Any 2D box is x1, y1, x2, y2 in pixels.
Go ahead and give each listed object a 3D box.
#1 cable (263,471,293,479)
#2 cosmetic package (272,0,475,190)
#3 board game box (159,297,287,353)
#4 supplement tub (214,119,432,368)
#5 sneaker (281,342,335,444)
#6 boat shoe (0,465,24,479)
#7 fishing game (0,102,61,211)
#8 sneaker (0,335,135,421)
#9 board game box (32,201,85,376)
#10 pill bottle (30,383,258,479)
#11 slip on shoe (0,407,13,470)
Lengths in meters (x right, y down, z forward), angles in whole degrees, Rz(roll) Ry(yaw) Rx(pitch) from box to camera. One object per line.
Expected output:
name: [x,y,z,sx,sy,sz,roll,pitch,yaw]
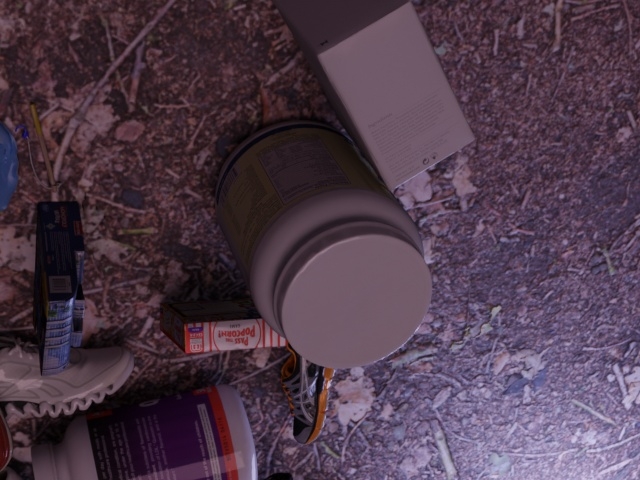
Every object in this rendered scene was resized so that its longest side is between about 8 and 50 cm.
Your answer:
cable: [-0.128,0.419,1.857,0.184,0.047,0.150,-27,160,24]
cosmetic package: [0.068,-0.228,1.484,0.138,0.224,0.224,-32,125,1]
board game box: [-0.143,0.120,1.635,0.147,0.193,0.045,-2,96,-17]
supplement tub: [0.000,0.000,1.534,0.235,0.325,0.235,-9,122,-14]
sneaker: [-0.026,0.232,1.819,0.083,0.084,0.215,6,115,-7]
boat shoe: [-0.612,0.447,1.701,0.367,0.136,0.156,-26,125,-7]
fishing game: [-0.487,-0.096,1.481,0.264,0.041,0.189,-23,126,-16]
sneaker: [-0.416,0.192,1.637,0.292,0.110,0.118,-12,110,-8]
board game box: [-0.361,0.082,1.565,0.060,0.194,0.194,-1,134,-18]
pill bottle: [-0.267,0.337,1.727,0.323,0.181,0.181,-11,122,-13]
slip on shoe: [-0.525,0.182,1.539,0.123,0.101,0.331,-23,97,8]
